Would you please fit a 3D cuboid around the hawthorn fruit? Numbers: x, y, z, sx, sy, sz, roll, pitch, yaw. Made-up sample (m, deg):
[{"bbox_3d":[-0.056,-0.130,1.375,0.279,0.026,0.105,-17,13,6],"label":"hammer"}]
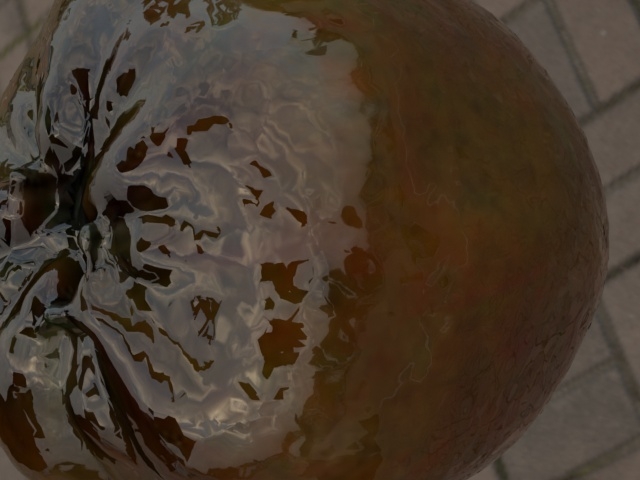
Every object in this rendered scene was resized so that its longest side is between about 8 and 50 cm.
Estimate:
[{"bbox_3d":[0.000,0.000,0.644,0.267,0.300,0.268,6,98,46],"label":"hawthorn fruit"}]
